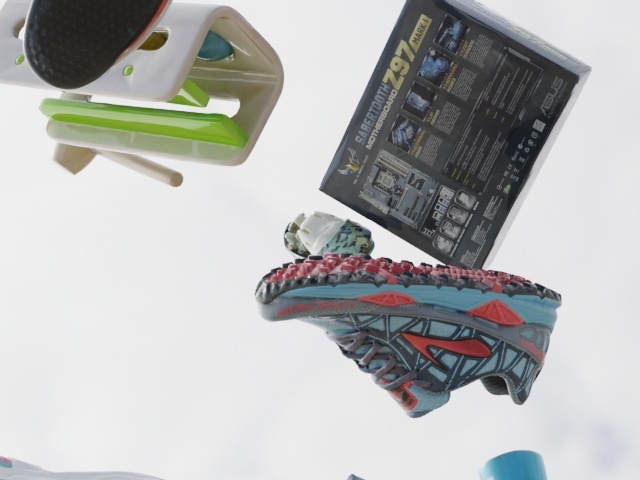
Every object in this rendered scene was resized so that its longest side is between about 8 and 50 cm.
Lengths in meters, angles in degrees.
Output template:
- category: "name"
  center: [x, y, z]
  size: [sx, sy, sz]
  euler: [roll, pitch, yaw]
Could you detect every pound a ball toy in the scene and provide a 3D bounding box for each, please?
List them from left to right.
- category: "pound a ball toy"
  center: [-0.174, -0.151, 1.734]
  size: [0.208, 0.319, 0.136]
  euler: [43, -115, -45]

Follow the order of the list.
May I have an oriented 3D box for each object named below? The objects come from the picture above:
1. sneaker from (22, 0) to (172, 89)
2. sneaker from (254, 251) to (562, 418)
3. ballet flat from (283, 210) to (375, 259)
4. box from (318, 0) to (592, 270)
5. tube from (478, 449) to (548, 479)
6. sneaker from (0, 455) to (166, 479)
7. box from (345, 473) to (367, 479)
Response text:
- category: "sneaker"
  center: [-0.115, -0.231, 1.363]
  size: [0.270, 0.090, 0.145]
  euler: [-58, -9, 14]
- category: "sneaker"
  center: [0.071, 0.081, 1.432]
  size: [0.261, 0.104, 0.125]
  euler: [7, -85, -20]
- category: "ballet flat"
  center: [0.000, 0.000, 1.795]
  size: [0.070, 0.070, 0.188]
  euler: [-16, 2, -15]
- category: "box"
  center: [0.126, -0.106, 1.725]
  size: [0.233, 0.183, 0.059]
  euler: [-65, -14, 22]
- category: "tube"
  center: [0.168, 0.264, 1.379]
  size: [0.052, 0.207, 0.080]
  euler: [-20, -31, 13]
- category: "sneaker"
  center: [-0.178, 0.136, 0.860]
  size: [0.295, 0.178, 0.124]
  euler: [26, -94, -54]
- category: "box"
  center: [0.131, 0.307, 1.638]
  size: [0.233, 0.159, 0.044]
  euler: [43, -106, -28]
